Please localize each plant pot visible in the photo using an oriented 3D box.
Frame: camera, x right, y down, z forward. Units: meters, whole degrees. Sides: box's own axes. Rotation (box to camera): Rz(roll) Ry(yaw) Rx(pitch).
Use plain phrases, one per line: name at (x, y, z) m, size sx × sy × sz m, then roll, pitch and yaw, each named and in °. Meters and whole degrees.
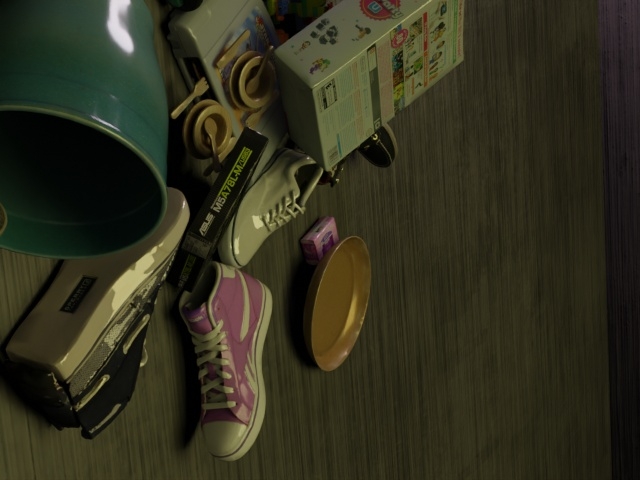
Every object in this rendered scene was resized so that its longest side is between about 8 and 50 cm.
plant pot at (0.025, 0.106, 2.213) m, size 0.236 × 0.032 × 0.236 m, roll 11°, pitch 90°, yaw -67°
plant pot at (-0.289, -0.159, 1.435) m, size 0.272 × 0.271 × 0.255 m, roll 54°, pitch 33°, yaw -49°

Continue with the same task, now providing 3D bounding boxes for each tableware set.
tableware set at (-0.122, -0.191, 1.841) m, size 0.194 × 0.039 × 0.128 m, roll -52°, pitch 136°, yaw -26°

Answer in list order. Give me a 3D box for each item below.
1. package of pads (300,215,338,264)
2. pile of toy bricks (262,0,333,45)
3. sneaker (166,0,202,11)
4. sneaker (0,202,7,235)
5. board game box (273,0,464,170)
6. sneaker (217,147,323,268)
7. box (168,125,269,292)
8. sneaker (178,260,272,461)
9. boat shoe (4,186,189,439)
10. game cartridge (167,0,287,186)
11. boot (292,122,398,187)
package of pads at (0.000, 0.000, 2.191) m, size 0.083 × 0.032 × 0.050 m, roll -50°, pitch 134°, yaw -48°
pile of toy bricks at (-0.029, -0.374, 2.034) m, size 0.118 × 0.105 × 0.212 m, roll -26°, pitch 115°, yaw -58°
sneaker at (-0.195, -0.429, 1.757) m, size 0.098 × 0.083 × 0.224 m, roll -58°, pitch 139°, yaw -50°
sneaker at (-0.438, 0.031, 1.348) m, size 0.222 × 0.118 × 0.083 m, roll -20°, pitch 70°, yaw -35°
board game box at (0.082, -0.278, 1.955) m, size 0.303 × 0.097 × 0.224 m, roll -38°, pitch 155°, yaw -15°
sneaker at (-0.075, -0.057, 1.987) m, size 0.258 × 0.091 × 0.094 m, roll -62°, pitch 142°, yaw -39°
box at (-0.143, -0.040, 1.791) m, size 0.191 × 0.045 × 0.184 m, roll 122°, pitch -8°, yaw -64°
sneaker at (-0.157, 0.168, 1.861) m, size 0.161 × 0.102 × 0.282 m, roll 35°, pitch 51°, yaw -53°
boat shoe at (-0.263, 0.093, 1.645) m, size 0.340 × 0.127 × 0.158 m, roll -54°, pitch 144°, yaw -34°
game cartridge at (-0.123, -0.253, 1.930) m, size 0.198 × 0.062 × 0.297 m, roll -57°, pitch 139°, yaw -37°
boot at (0.038, -0.155, 2.199) m, size 0.236 × 0.085 × 0.179 m, roll 50°, pitch 51°, yaw -42°
